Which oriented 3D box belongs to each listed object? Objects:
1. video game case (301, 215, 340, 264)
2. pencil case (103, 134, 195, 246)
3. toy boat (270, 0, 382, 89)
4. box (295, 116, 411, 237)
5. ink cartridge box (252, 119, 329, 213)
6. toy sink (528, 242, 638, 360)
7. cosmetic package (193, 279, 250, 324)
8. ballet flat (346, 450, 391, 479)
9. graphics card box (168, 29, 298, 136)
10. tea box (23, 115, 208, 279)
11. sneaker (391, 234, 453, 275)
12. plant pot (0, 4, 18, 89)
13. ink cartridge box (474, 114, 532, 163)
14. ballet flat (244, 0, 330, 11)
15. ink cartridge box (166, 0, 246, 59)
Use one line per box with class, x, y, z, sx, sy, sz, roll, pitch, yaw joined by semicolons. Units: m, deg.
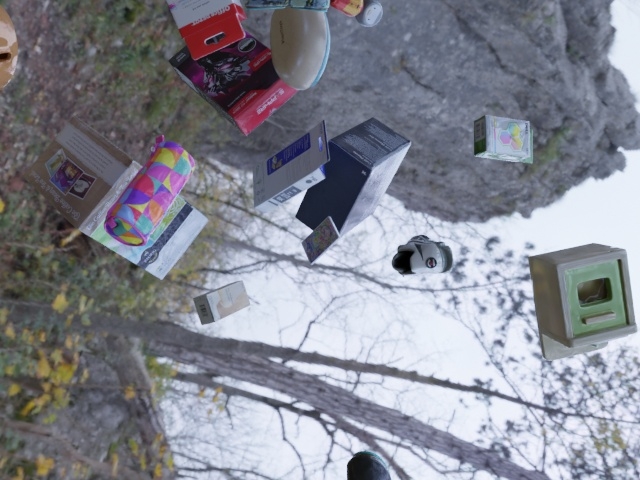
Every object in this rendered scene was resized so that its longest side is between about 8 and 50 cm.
video game case;0.000;0.000;1.772;0.122;0.011;0.087;-44;-131;23
pencil case;-0.348;-0.100;1.264;0.104;0.104;0.236;-33;-151;50
toy boat;0.003;-0.522;1.552;0.318;0.148;0.267;-20;-111;47
box;0.113;-0.211;2.153;0.312;0.179;0.343;-38;159;-50
ink cartridge box;-0.082;-0.228;1.951;0.333;0.065;0.165;-28;-127;35
toy sink;0.535;0.137;1.257;0.131;0.153;0.234;-140;-141;-80
cosmetic package;-0.199;0.125;1.258;0.041;0.115;0.060;-16;-85;34
ballet flat;0.100;0.537;1.293;0.280;0.095;0.096;82;18;-50
graphics card box;-0.256;-0.497;1.835;0.233;0.094;0.371;-43;-121;-6
tea box;-0.541;-0.112;1.653;0.329;0.323;0.220;34;-96;35
sneaker;0.275;0.049;1.893;0.330;0.146;0.122;173;-91;-80
plant pot;-0.765;-0.405;1.252;0.291;0.291;0.203;-53;166;26
ink cartridge box;0.550;-0.292;1.799;0.062;0.209;0.109;161;-69;-68
ballet flat;-0.073;-0.538;1.357;0.070;0.188;0.070;179;-90;-85
ink cartridge box;-0.251;-0.515;1.318;0.134;0.231;0.078;-20;-172;12
